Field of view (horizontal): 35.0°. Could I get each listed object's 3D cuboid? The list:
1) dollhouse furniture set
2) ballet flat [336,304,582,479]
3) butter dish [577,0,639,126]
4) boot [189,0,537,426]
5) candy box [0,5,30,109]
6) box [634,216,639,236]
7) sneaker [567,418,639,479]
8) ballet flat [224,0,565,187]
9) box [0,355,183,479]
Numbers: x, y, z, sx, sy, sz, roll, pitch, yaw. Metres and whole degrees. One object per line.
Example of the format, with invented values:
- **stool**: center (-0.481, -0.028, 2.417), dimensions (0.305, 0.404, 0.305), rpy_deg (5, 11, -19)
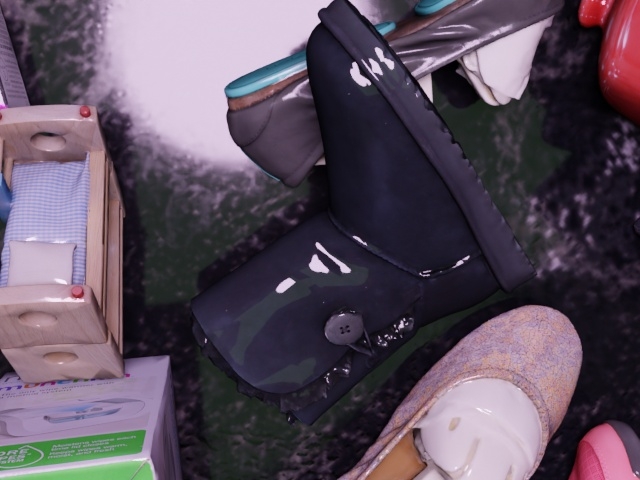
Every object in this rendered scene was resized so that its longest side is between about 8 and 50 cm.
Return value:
- **dollhouse furniture set**: center (-0.219, 0.009, 0.614), dimensions (0.183, 0.129, 0.129), rpy_deg (-3, 63, -4)
- **ballet flat**: center (0.073, 0.175, 0.692), dimensions (0.107, 0.106, 0.316), rpy_deg (43, 91, -8)
- **butter dish**: center (0.228, -0.139, 0.667), dimensions (0.118, 0.160, 0.160), rpy_deg (26, 94, 16)
- **boot**: center (0.000, 0.000, 0.629), dimensions (0.207, 0.094, 0.246), rpy_deg (-34, 128, 6)
- **candy box**: center (-0.298, -0.173, 0.641), dimensions (0.159, 0.071, 0.233), rpy_deg (-16, 97, -2)
- **box**: center (0.340, -0.005, 0.612), dimensions (0.143, 0.270, 0.165), rpy_deg (44, 92, -7)
- **sneaker**: center (0.152, 0.275, 0.706), dimensions (0.136, 0.116, 0.314), rpy_deg (11, 95, -5)
- **ballet flat**: center (0.072, -0.122, 0.675), dimensions (0.280, 0.095, 0.096), rpy_deg (-27, 108, 9)
- **box**: center (-0.143, 0.226, 0.616), dimensions (0.126, 0.231, 0.262), rpy_deg (-6, 96, -5)
